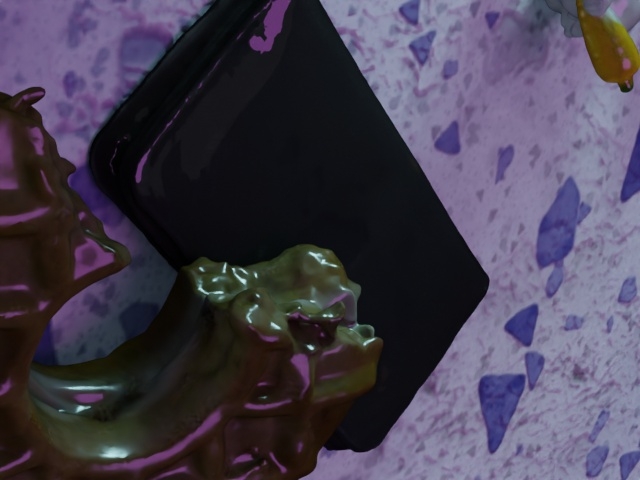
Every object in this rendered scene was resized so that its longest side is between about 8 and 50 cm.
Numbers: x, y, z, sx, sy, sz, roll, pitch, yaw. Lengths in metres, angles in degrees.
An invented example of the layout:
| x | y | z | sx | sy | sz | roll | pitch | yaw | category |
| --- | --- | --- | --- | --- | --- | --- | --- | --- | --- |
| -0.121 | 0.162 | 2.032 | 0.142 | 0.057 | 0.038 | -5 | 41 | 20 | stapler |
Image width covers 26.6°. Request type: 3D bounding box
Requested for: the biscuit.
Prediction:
| x | y | z | sx | sy | sz | roll | pitch | yaw | category |
| --- | --- | --- | --- | --- | --- | --- | --- | --- | --- |
| -0.141 | 0.075 | 0.768 | 0.366 | 0.115 | 0.268 | 33 | 99 | -41 | biscuit |

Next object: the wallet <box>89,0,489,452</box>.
| x | y | z | sx | sy | sz | roll | pitch | yaw | category |
| --- | --- | --- | --- | --- | --- | --- | --- | --- | --- |
| 0.000 | 0.000 | 0.947 | 0.197 | 0.051 | 0.377 | -52 | 135 | -15 | wallet |

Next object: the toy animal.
| x | y | z | sx | sy | sz | roll | pitch | yaw | category |
| --- | --- | --- | --- | --- | --- | --- | --- | --- | --- |
| 0.235 | -0.196 | 1.038 | 0.127 | 0.131 | 0.181 | -40 | 146 | 5 | toy animal |
